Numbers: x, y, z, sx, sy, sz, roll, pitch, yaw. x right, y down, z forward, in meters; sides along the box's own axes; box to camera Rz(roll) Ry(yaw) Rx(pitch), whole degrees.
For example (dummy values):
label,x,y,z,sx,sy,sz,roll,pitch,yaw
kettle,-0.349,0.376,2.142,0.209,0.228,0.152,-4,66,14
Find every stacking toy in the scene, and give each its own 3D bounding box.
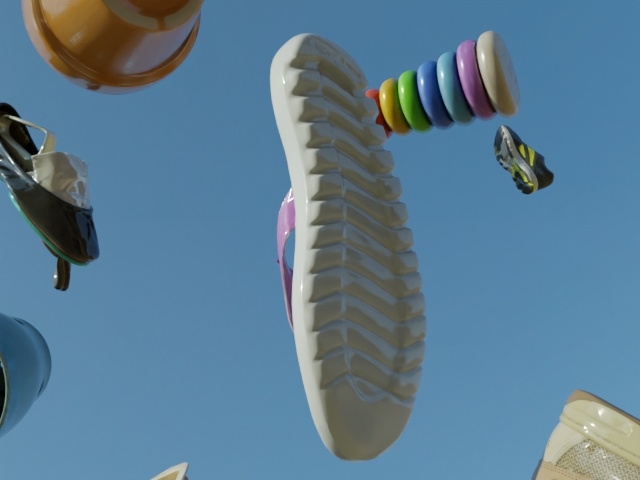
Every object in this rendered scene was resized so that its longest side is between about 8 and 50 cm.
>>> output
label,x,y,z,sx,sy,sz,roll,pitch,yaw
stacking toy,0.153,-0.228,1.393,0.330,0.141,0.141,-15,-49,24

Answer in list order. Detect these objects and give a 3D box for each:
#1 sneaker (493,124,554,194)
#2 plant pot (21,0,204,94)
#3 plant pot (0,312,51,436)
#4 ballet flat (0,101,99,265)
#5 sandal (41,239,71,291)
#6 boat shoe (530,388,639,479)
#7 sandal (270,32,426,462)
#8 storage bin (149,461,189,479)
label,x,y,z,sx,sy,sz,roll,pitch,yaw
sneaker,0.199,-0.079,0.828,0.035,0.083,0.031,-9,-31,-20
plant pot,-0.216,-0.280,0.948,0.205,0.188,0.205,0,-91,-27
plant pot,-0.617,0.236,1.490,0.271,0.255,0.272,0,-89,7
ballet flat,-0.356,-0.085,1.060,0.096,0.280,0.095,-54,-26,10
sandal,-0.433,-0.014,1.378,0.060,0.090,0.219,6,-55,-16
boat shoe,0.298,0.227,0.598,0.121,0.341,0.110,32,-92,-35
sandal,0.011,0.003,0.815,0.169,0.417,0.102,15,-27,-43
storage bin,-0.097,0.366,0.692,0.123,0.260,0.262,-33,-74,16
